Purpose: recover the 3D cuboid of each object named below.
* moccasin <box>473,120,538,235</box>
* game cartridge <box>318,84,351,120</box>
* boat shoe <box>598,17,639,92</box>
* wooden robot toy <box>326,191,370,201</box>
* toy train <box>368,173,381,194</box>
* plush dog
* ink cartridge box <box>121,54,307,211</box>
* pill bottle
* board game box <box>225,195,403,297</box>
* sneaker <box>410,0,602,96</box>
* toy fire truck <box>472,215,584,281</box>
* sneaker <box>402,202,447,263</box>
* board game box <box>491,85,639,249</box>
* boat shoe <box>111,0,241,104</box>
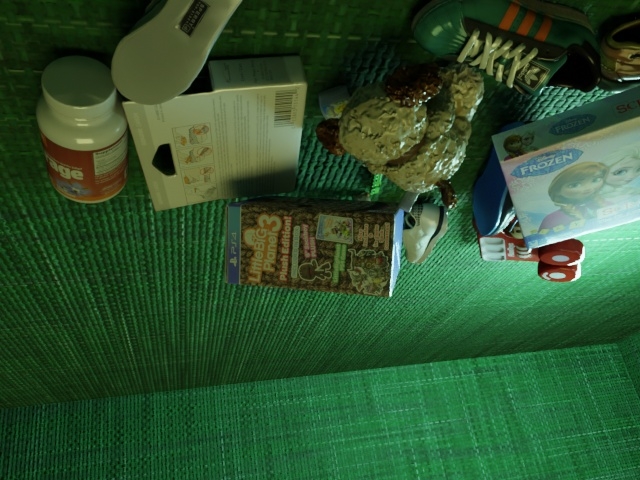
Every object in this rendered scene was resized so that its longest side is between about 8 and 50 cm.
[{"bbox_3d":[0.411,-0.112,1.159,0.117,0.137,0.342,-12,155,-6],"label":"moccasin"},{"bbox_3d":[0.029,-0.225,0.931,0.056,0.017,0.083,-13,154,14],"label":"game cartridge"},{"bbox_3d":[0.589,-0.311,0.850,0.307,0.110,0.104,-15,154,10],"label":"boat shoe"},{"bbox_3d":[0.071,-0.078,1.211,0.173,0.076,0.079,23,104,-47],"label":"wooden robot toy"},{"bbox_3d":[0.116,-0.123,1.162,0.024,0.017,0.083,-16,155,-10],"label":"toy train"},{"bbox_3d":[0.122,-0.164,0.867,0.262,0.210,0.225,-30,146,36],"label":"plush dog"},{"bbox_3d":[-0.164,-0.165,0.910,0.261,0.066,0.296,-8,154,-11],"label":"ink cartridge box"},{"bbox_3d":[-0.345,-0.158,0.812,0.121,0.121,0.216,0,152,-19],"label":"pill bottle"},{"bbox_3d":[0.000,0.000,1.031,0.291,0.141,0.232,4,-171,11],"label":"board game box"},{"bbox_3d":[0.280,-0.277,0.796,0.302,0.121,0.108,-1,152,-17],"label":"sneaker"},{"bbox_3d":[0.516,-0.013,1.388,0.254,0.169,0.302,1,157,21],"label":"toy fire truck"},{"bbox_3d":[0.235,-0.020,1.355,0.095,0.090,0.235,7,148,-5],"label":"sneaker"},{"bbox_3d":[0.500,-0.123,0.992,0.319,0.066,0.318,-18,144,20],"label":"board game box"},{"bbox_3d":[-0.166,-0.276,0.681,0.096,0.088,0.267,32,130,-21],"label":"boat shoe"}]
